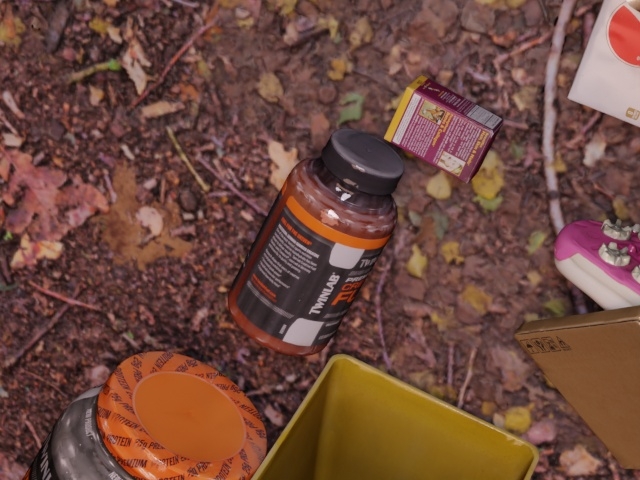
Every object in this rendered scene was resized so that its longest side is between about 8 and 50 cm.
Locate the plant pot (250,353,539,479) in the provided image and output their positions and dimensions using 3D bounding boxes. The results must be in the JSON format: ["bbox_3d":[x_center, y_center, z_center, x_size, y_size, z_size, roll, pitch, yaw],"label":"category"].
[{"bbox_3d":[0.047,0.270,1.326,0.212,0.212,0.187,25,131,10],"label":"plant pot"}]

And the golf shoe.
[{"bbox_3d":[0.312,0.099,1.196,0.306,0.115,0.140,32,122,8],"label":"golf shoe"}]

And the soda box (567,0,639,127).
[{"bbox_3d":[0.263,-0.199,1.114,0.074,0.069,0.216,23,117,12],"label":"soda box"}]

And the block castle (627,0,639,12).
[{"bbox_3d":[0.322,-0.248,0.915,0.303,0.213,0.453,-32,73,27],"label":"block castle"}]

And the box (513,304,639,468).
[{"bbox_3d":[0.261,0.127,1.200,0.164,0.021,0.201,50,159,-8],"label":"box"}]

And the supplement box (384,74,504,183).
[{"bbox_3d":[0.105,-0.095,1.234,0.083,0.043,0.055,30,119,9],"label":"supplement box"}]

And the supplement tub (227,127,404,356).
[{"bbox_3d":[0.000,0.000,1.279,0.106,0.106,0.198,32,120,7],"label":"supplement tub"}]

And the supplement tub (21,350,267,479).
[{"bbox_3d":[-0.199,0.280,1.416,0.207,0.207,0.338,35,119,5],"label":"supplement tub"}]
